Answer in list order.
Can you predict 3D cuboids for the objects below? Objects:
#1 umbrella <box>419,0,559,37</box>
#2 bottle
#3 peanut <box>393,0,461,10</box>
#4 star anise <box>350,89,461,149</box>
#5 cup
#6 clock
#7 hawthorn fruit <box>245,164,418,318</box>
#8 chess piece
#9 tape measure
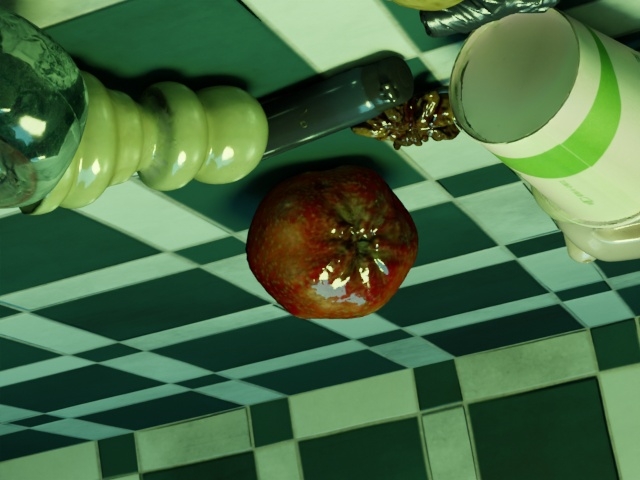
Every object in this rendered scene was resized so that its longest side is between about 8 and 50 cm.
[{"bbox_3d":[0.235,-0.296,1.594,0.248,0.070,0.071,-18,162,4],"label":"umbrella"},{"bbox_3d":[0.007,-0.178,1.817,0.244,0.072,0.082,-18,-157,28],"label":"bottle"},{"bbox_3d":[0.142,-0.304,1.392,0.253,0.122,0.137,-21,-171,42],"label":"peanut"},{"bbox_3d":[0.140,-0.167,1.929,0.177,0.073,0.234,-8,173,25],"label":"star anise"},{"bbox_3d":[0.317,-0.169,1.750,0.253,0.253,0.274,-21,153,33],"label":"cup"},{"bbox_3d":[0.519,-0.093,2.215,0.342,0.184,0.326,-17,158,8],"label":"clock"},{"bbox_3d":[0.000,0.000,2.170,0.254,0.254,0.300,0,-175,-27],"label":"hawthorn fruit"},{"bbox_3d":[-0.219,-0.128,1.717,0.330,0.182,0.182,-4,163,-33],"label":"chess piece"},{"bbox_3d":[-0.389,-0.140,1.451,0.275,0.147,0.256,0,148,26],"label":"tape measure"}]
